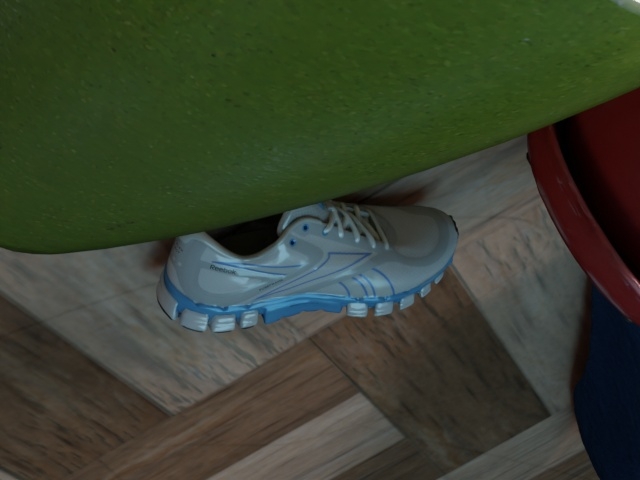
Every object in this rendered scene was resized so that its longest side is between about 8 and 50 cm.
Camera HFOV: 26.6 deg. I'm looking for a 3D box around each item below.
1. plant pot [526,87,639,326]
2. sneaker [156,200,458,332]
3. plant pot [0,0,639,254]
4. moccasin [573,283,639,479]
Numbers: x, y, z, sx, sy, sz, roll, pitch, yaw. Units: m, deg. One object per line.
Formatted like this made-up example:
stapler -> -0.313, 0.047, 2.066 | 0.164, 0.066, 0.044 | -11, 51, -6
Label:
plant pot -> 0.227, -0.052, 0.779 | 0.174, 0.191, 0.191 | -34, 147, 27
sneaker -> 0.000, 0.000, 0.800 | 0.191, 0.071, 0.083 | -11, 138, -22
plant pot -> -0.039, -0.115, 0.474 | 0.275, 0.274, 0.293 | 10, 147, -42
moccasin -> 0.288, 0.120, 1.093 | 0.117, 0.137, 0.342 | -23, 148, -12
